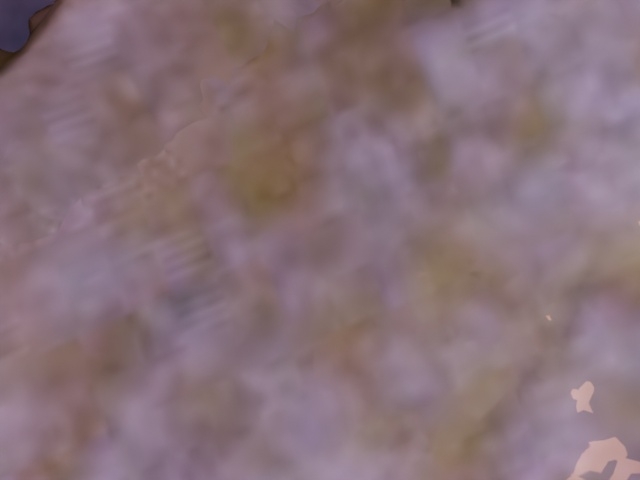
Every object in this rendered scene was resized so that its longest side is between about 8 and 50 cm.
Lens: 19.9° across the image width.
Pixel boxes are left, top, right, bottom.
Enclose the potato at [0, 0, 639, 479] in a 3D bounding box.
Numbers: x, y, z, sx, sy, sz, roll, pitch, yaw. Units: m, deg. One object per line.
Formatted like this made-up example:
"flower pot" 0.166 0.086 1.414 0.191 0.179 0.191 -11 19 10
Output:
"potato" -0.011 0.001 0.510 0.264 0.189 0.211 -24 88 0
